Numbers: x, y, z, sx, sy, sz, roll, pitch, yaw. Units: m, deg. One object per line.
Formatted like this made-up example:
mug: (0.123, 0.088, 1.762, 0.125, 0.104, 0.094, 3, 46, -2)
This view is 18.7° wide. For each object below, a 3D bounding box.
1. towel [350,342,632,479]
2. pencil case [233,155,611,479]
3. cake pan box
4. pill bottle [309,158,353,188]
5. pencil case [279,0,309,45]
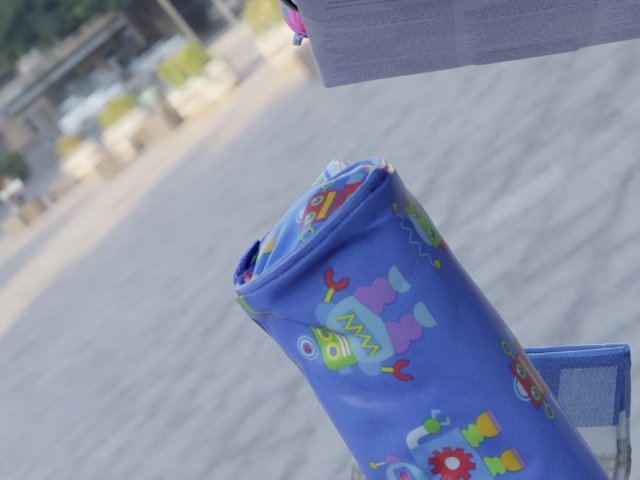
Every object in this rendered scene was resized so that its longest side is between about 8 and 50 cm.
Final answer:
towel: (0.125, 0.202, 1.429, 0.209, 0.285, 0.034, -4, 27, -3)
pencil case: (0.068, 0.102, 1.126, 0.133, 0.306, 0.119, -31, 11, 20)
cake pan box: (0.104, -0.158, 1.055, 0.267, 0.070, 0.246, -9, -13, 5)
pill bottle: (0.000, 0.000, 1.767, 0.137, 0.078, 0.078, -51, 3, 16)
pencil case: (0.062, -0.277, 2.198, 0.236, 0.104, 0.104, -12, -13, -40)
